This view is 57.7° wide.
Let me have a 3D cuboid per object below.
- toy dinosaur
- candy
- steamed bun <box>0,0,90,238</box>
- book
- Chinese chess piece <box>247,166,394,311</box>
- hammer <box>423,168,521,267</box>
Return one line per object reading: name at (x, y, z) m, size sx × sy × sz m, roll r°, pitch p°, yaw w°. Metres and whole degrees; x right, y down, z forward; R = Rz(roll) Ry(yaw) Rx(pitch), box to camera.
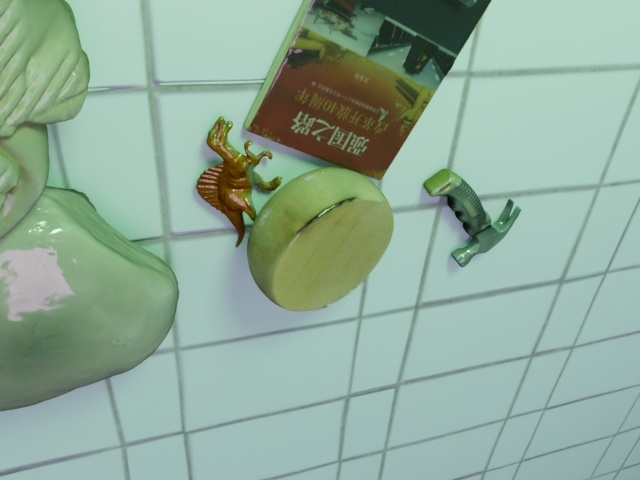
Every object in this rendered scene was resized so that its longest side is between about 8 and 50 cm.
toy dinosaur at (-0.136, -0.074, 0.895) m, size 0.142 × 0.057 × 0.212 m, roll 17°, pitch 117°, yaw -30°
candy at (-0.436, 0.117, 0.840) m, size 0.426 × 0.186 × 0.386 m, roll -26°, pitch 134°, yaw 3°
steamed bun at (-0.442, -0.177, 0.568) m, size 0.342 × 0.255 × 0.367 m, roll -52°, pitch 158°, yaw -3°
book at (0.081, -0.282, 0.851) m, size 0.262 × 0.028 × 0.374 m, roll 15°, pitch 117°, yaw -32°
Chinese chess piece at (0.000, 0.000, 0.937) m, size 0.250 × 0.097 × 0.251 m, roll -27°, pitch 143°, yaw -22°
hammer at (0.277, -0.055, 1.088) m, size 0.158 × 0.041 × 0.226 m, roll -41°, pitch 129°, yaw 10°
